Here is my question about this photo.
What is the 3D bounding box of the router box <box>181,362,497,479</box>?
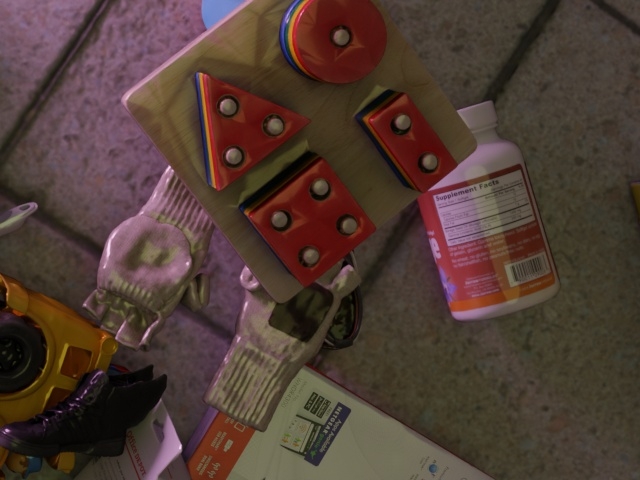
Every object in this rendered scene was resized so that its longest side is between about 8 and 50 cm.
[{"bbox_3d":[-0.024,0.315,1.676,0.301,0.082,0.335,31,86,-8],"label":"router box"}]

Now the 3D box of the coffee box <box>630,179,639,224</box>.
[{"bbox_3d":[0.557,0.060,1.638,0.334,0.337,0.338,-14,94,-8],"label":"coffee box"}]

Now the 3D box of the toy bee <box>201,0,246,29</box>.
[{"bbox_3d":[-0.027,-0.220,1.635,0.162,0.195,0.298,10,117,32],"label":"toy bee"}]

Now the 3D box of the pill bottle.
[{"bbox_3d":[0.167,-0.032,1.684,0.121,0.121,0.216,-17,93,-9],"label":"pill bottle"}]

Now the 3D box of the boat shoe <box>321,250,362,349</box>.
[{"bbox_3d":[0.000,0.000,1.680,0.084,0.079,0.233,-11,91,-7],"label":"boat shoe"}]

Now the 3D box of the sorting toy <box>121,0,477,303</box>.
[{"bbox_3d":[-0.008,-0.109,1.526,0.257,0.089,0.255,-38,106,-6],"label":"sorting toy"}]

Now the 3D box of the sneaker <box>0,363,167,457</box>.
[{"bbox_3d":[-0.229,0.161,1.546,0.170,0.051,0.089,9,100,-43],"label":"sneaker"}]

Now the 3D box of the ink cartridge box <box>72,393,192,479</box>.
[{"bbox_3d":[-0.188,0.251,1.603,0.060,0.104,0.180,34,105,-36],"label":"ink cartridge box"}]

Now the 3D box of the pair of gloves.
[{"bbox_3d":[-0.100,0.048,1.594,0.240,0.042,0.204,37,74,-8],"label":"pair of gloves"}]

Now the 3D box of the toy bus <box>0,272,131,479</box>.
[{"bbox_3d":[-0.288,0.164,1.614,0.211,0.149,0.220,24,88,-25],"label":"toy bus"}]

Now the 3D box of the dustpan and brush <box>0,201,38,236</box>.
[{"bbox_3d":[-0.371,0.025,1.587,0.211,0.147,0.060,-24,133,-10],"label":"dustpan and brush"}]
